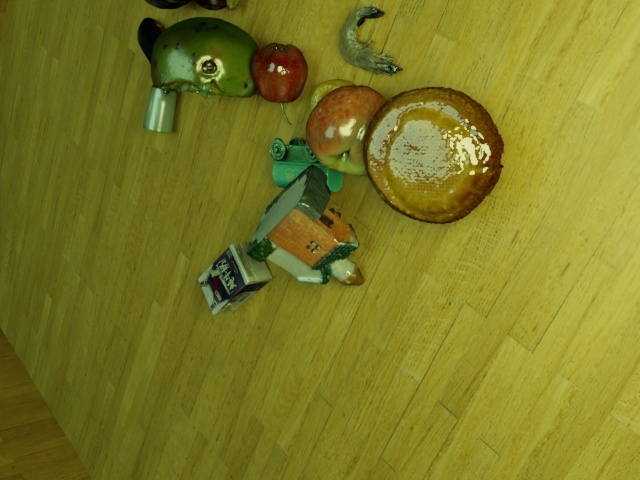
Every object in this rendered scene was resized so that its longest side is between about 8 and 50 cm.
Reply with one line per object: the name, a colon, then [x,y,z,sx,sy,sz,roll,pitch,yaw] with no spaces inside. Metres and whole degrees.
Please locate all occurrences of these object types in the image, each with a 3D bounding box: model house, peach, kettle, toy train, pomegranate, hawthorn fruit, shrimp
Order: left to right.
kettle: [-0.538,-0.448,2.179,0.098,0.127,0.147,15,103,9]
pomegranate: [-0.324,-0.529,1.837,0.358,0.310,0.216,-115,28,-67]
hawthorn fruit: [-0.111,-0.431,1.749,0.163,0.163,0.203,36,134,35]
toy train: [-0.039,-0.201,1.725,0.248,0.101,0.159,8,108,42]
model house: [0.000,0.000,1.663,0.301,0.190,0.271,39,127,-12]
peach: [0.079,-0.274,1.541,0.233,0.233,0.232,5,97,43]
shrimp: [0.131,-0.488,1.570,0.219,0.046,0.152,39,122,34]

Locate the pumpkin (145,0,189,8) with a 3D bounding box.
pumpkin: [-0.501,-0.871,1.972,0.296,0.296,0.295,5,97,43]

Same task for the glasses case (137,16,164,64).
glasses case: [-0.549,-0.650,2.175,0.103,0.067,0.266,-51,61,35]

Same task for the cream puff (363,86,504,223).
cream puff: [0.241,-0.187,1.369,0.303,0.212,0.302,7,108,24]

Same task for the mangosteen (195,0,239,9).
mangosteen: [-0.299,-0.759,1.881,0.180,0.166,0.166,8,100,16]

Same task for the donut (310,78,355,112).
donut: [0.036,-0.351,1.664,0.152,0.058,0.151,5,98,40]

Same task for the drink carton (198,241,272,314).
drink carton: [-0.264,0.117,1.957,0.222,0.102,0.134,-42,68,39]
